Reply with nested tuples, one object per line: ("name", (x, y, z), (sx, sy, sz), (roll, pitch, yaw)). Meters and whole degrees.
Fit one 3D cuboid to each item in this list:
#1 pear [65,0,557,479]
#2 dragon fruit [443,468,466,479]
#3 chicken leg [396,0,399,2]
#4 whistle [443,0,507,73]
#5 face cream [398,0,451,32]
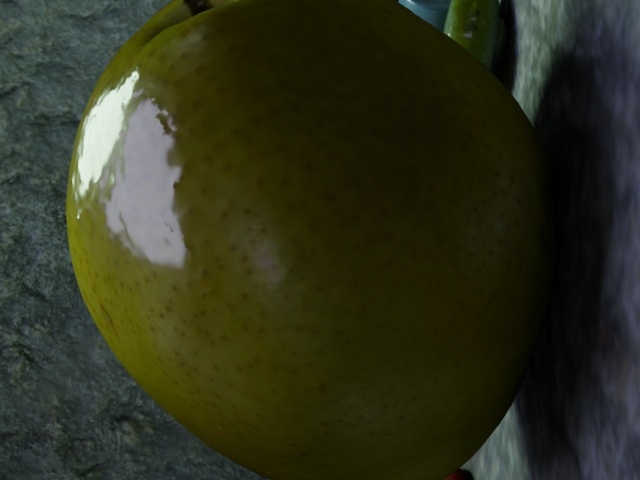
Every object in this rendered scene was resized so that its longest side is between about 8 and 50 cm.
("pear", (0.000, 0.000, 0.995), (0.362, 0.362, 0.418), (-96, -18, -58))
("dragon fruit", (0.075, 0.332, 1.340), (0.223, 0.148, 0.218), (-96, 8, -55))
("chicken leg", (0.078, -0.177, 1.514), (0.322, 0.083, 0.177), (61, -152, -49))
("whistle", (0.136, -0.150, 1.217), (0.198, 0.057, 0.104), (81, -162, -68))
("face cream", (0.108, -0.156, 1.368), (0.250, 0.077, 0.077), (92, 176, -45))
